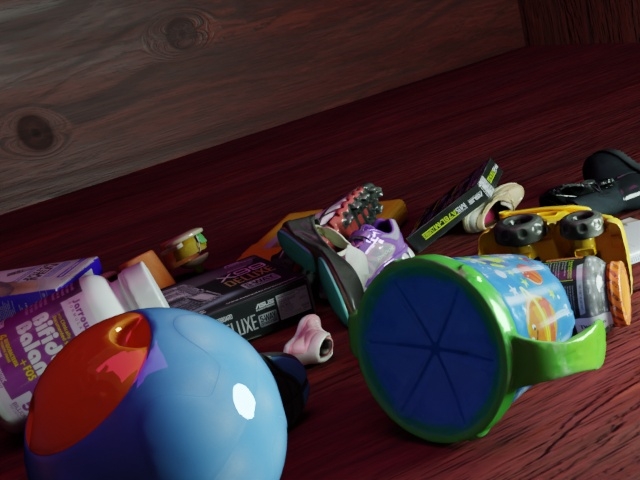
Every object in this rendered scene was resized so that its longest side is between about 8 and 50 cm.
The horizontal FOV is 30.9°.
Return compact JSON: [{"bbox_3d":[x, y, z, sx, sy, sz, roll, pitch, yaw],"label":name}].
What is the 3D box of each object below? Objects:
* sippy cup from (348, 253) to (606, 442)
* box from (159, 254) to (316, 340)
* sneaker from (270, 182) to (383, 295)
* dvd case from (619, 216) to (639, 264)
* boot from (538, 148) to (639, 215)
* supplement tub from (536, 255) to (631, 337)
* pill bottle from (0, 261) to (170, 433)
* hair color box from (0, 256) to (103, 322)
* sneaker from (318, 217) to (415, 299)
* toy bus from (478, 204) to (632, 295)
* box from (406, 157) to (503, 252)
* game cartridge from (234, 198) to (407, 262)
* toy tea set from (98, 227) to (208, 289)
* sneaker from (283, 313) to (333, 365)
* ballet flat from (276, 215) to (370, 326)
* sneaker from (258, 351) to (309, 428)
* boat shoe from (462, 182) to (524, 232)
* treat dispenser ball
[{"bbox_3d":[0.201,0.116,1.480,0.305,0.240,0.224,43,35,26],"label":"sippy cup"},{"bbox_3d":[-0.196,0.125,2.030,0.307,0.076,0.242,-20,17,-21],"label":"box"},{"bbox_3d":[0.007,-0.016,2.166,0.135,0.097,0.276,15,53,39],"label":"sneaker"},{"bbox_3d":[0.463,0.018,1.948,0.253,0.022,0.180,-18,16,-14],"label":"dvd case"},{"bbox_3d":[0.501,-0.097,2.189,0.207,0.094,0.246,-14,21,-15],"label":"boot"},{"bbox_3d":[0.336,0.084,1.637,0.190,0.117,0.117,-7,16,23],"label":"supplement tub"},{"bbox_3d":[-0.379,0.157,1.789,0.302,0.169,0.169,-30,17,-5],"label":"pill bottle"},{"bbox_3d":[-0.620,0.129,2.340,0.339,0.110,0.185,-10,16,19],"label":"hair color box"},{"bbox_3d":[0.074,0.029,2.089,0.095,0.104,0.236,4,26,41],"label":"sneaker"},{"bbox_3d":[0.374,0.010,1.797,0.220,0.149,0.211,-6,19,23],"label":"toy bus"},{"bbox_3d":[0.263,-0.070,2.254,0.184,0.045,0.190,-42,3,24],"label":"box"},{"bbox_3d":[0.000,0.000,2.366,0.285,0.052,0.324,-7,16,23],"label":"game cartridge"},{"bbox_3d":[-0.314,0.075,2.302,0.200,0.124,0.336,-24,4,38],"label":"toy tea set"},{"bbox_3d":[-0.005,0.156,1.807,0.070,0.051,0.134,-6,20,21],"label":"sneaker"},{"bbox_3d":[0.022,0.036,1.974,0.096,0.095,0.280,-24,43,-16],"label":"ballet flat"},{"bbox_3d":[-0.175,0.231,1.543,0.341,0.125,0.140,-19,11,-28],"label":"sneaker"},{"bbox_3d":[0.352,-0.061,2.267,0.170,0.063,0.059,-35,27,-32],"label":"boat shoe"},{"bbox_3d":[-0.180,0.218,1.279,0.288,0.288,0.288,-13,15,3],"label":"treat dispenser ball"}]
